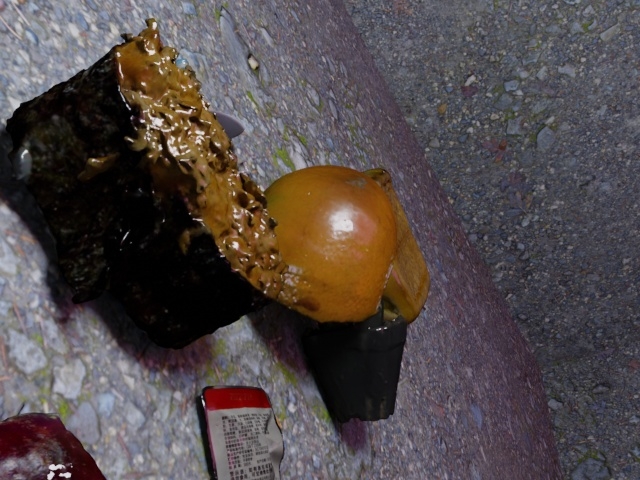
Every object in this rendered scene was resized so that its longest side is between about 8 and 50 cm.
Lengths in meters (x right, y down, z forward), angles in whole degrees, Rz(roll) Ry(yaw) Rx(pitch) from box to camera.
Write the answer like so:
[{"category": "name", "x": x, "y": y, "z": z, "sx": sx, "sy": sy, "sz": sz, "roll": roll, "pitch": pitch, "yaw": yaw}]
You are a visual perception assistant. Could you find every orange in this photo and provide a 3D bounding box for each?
[{"category": "orange", "x": 0.004, "y": 0.000, "z": 1.074, "sx": 0.274, "sy": 0.274, "sz": 0.310, "roll": 50, "pitch": 54, "yaw": -35}]

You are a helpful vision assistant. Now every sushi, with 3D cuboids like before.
[{"category": "sushi", "x": -0.180, "y": -0.037, "z": 0.734, "sx": 0.349, "sy": 0.207, "sz": 0.234, "roll": 60, "pitch": 16, "yaw": -22}]

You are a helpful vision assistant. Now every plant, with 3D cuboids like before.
[{"category": "plant", "x": 0.062, "y": 0.181, "z": 1.135, "sx": 0.142, "sy": 0.164, "sz": 0.256, "roll": -6, "pitch": 89, "yaw": -63}]

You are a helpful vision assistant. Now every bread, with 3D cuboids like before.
[{"category": "bread", "x": 0.117, "y": 0.020, "z": 1.438, "sx": 0.328, "sy": 0.148, "sz": 0.337, "roll": 67, "pitch": 20, "yaw": -10}]

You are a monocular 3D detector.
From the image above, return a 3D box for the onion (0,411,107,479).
[{"category": "onion", "x": -0.192, "y": 0.217, "z": 0.442, "sx": 0.139, "sy": 0.218, "sz": 0.195, "roll": -12, "pitch": 85, "yaw": -40}]

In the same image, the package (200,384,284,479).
[{"category": "package", "x": -0.083, "y": 0.304, "z": 0.838, "sx": 0.154, "sy": 0.030, "sz": 0.239, "roll": 25, "pitch": 50, "yaw": -61}]

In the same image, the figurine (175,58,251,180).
[{"category": "figurine", "x": -0.178, "y": -0.141, "z": 1.008, "sx": 0.205, "sy": 0.102, "sz": 0.260, "roll": 129, "pitch": -61, "yaw": -74}]
